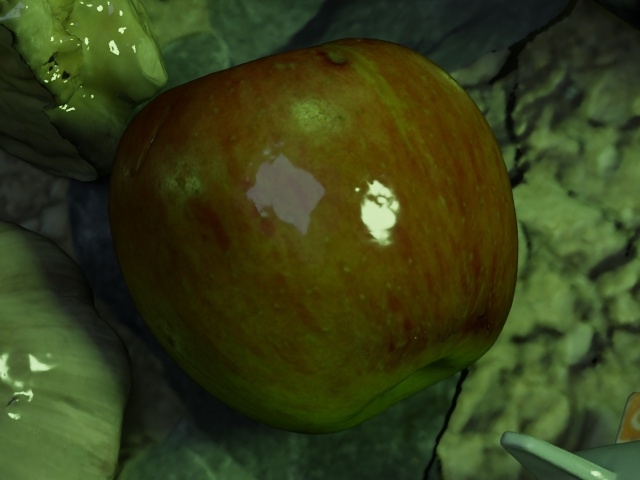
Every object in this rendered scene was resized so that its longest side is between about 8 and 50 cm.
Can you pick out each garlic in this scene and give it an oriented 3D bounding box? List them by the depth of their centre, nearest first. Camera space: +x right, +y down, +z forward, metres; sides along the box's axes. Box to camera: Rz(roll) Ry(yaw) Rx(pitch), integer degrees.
[{"bbox_3d":[-0.212,0.069,0.971,0.218,0.212,0.218,-5,72,16],"label":"garlic"}]

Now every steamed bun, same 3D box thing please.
[{"bbox_3d":[-0.172,-0.127,1.052,0.192,0.177,0.106,18,68,30],"label":"steamed bun"}]

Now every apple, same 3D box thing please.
[{"bbox_3d":[0.000,0.000,0.962,0.196,0.196,0.196,-3,72,10],"label":"apple"}]

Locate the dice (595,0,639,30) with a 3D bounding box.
[{"bbox_3d":[0.217,-0.195,0.981,0.183,0.181,0.182,31,83,18],"label":"dice"}]

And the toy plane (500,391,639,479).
[{"bbox_3d":[0.197,0.132,0.887,0.245,0.117,0.244,-22,46,26],"label":"toy plane"}]
